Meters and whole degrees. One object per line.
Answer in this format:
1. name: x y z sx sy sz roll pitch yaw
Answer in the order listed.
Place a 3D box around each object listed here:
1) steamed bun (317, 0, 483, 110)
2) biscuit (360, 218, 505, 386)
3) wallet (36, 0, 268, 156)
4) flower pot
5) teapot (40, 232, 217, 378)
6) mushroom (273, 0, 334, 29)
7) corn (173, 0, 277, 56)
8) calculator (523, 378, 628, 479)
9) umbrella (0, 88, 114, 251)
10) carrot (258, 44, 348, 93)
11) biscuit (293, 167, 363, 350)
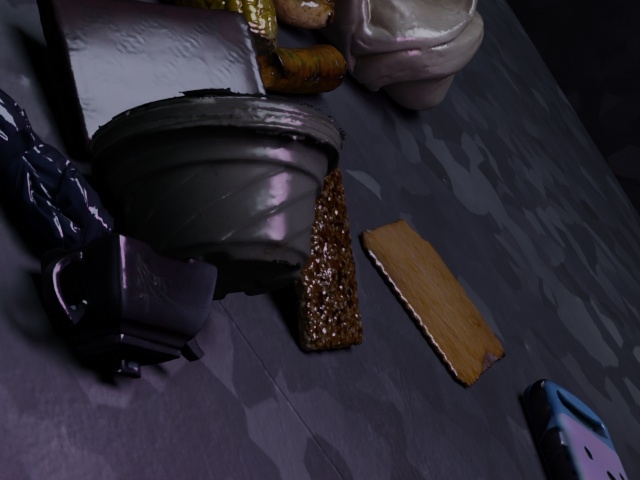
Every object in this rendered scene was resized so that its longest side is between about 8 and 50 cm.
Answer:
1. steamed bun: 0.123 -0.414 2.130 0.368 0.255 0.342 55 22 11
2. biscuit: 0.152 0.074 1.737 0.237 0.013 0.232 56 21 6
3. wallet: -0.155 -0.159 1.294 0.229 0.049 0.182 -1 64 -36
4. flower pot: -0.087 -0.029 1.166 0.235 0.235 0.141 18 60 -56
5. teapot: -0.151 0.060 1.042 0.177 0.087 0.096 23 60 -52
6. mushroom: -0.076 -0.397 1.839 0.208 0.233 0.302 5 -51 60
7. corn: -0.151 -0.370 1.651 0.131 0.131 0.344 12 52 -60
8. calculator: 0.351 0.304 1.732 0.173 0.051 0.293 36 26 -34
9. umbrella: -0.257 -0.090 1.069 0.248 0.071 0.071 53 21 -2
10. carrot: -0.029 -0.233 1.780 0.070 0.070 0.260 55 21 8
11. biscuit: 0.000 0.000 1.396 0.131 0.025 0.231 2 79 -64
